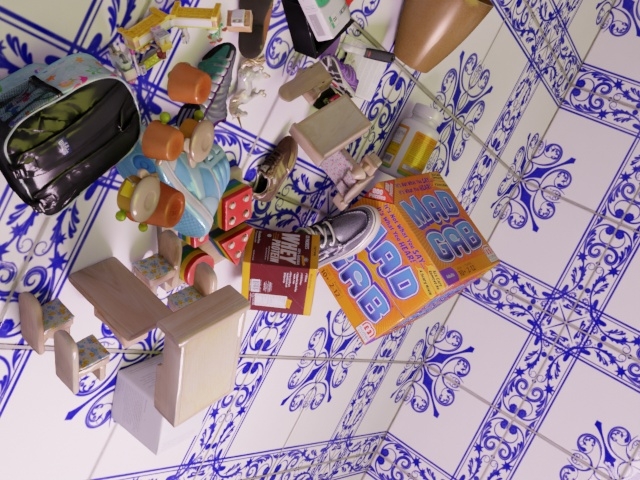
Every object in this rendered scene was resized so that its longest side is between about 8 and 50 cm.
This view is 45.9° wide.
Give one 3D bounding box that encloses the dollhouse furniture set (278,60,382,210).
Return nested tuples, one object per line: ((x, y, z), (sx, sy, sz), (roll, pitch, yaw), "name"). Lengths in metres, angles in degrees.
((-0.025, -0.229, 1.965), (0.174, 0.303, 0.355), (-35, 173, -25), "dollhouse furniture set")

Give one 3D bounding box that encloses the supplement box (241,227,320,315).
((-0.108, 0.085, 2.025), (0.129, 0.194, 0.191), (-87, -176, -45), "supplement box")

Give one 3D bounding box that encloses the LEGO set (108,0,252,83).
((-0.272, -0.384, 1.473), (0.287, 0.132, 0.107), (-24, 145, -15), "LEGO set")

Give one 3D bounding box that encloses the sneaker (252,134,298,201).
((-0.120, -0.186, 1.953), (0.071, 0.066, 0.188), (10, 106, -58), "sneaker")

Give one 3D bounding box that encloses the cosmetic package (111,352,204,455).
((-0.407, 0.411, 1.915), (0.151, 0.183, 0.151), (-17, 129, -50), "cosmetic package")

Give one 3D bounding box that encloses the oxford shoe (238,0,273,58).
((-0.138, -0.510, 1.656), (0.076, 0.076, 0.212), (-69, 174, -69), "oxford shoe")

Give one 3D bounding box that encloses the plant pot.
((0.321, -0.611, 2.132), (0.237, 0.237, 0.254), (-12, 139, -53), "plant pot")

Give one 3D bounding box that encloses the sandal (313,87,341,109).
((0.037, -0.374, 2.057), (0.179, 0.040, 0.067), (11, 106, -60), "sandal")

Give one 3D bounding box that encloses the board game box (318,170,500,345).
((0.250, 0.046, 2.314), (0.356, 0.356, 0.356), (-41, 165, 35), "board game box")

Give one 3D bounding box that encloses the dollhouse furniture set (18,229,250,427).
((-0.350, 0.139, 1.532), (0.362, 0.394, 0.256), (-27, 143, -40), "dollhouse furniture set")

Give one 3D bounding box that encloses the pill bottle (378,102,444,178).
((0.297, -0.309, 2.422), (0.136, 0.136, 0.246), (16, 102, -60), "pill bottle")

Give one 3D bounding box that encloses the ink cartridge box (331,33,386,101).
((0.096, -0.475, 2.081), (0.179, 0.045, 0.145), (12, 107, -41), "ink cartridge box")

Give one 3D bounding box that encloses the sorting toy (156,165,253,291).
((-0.269, -0.016, 1.848), (0.257, 0.089, 0.255), (-33, 141, -40), "sorting toy")

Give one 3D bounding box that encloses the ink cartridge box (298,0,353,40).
((0.027, -0.595, 1.732), (0.225, 0.056, 0.181), (-54, 130, -31), "ink cartridge box")

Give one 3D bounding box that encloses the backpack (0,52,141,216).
((-0.445, -0.197, 1.306), (0.253, 0.191, 0.225), (-39, 150, -21), "backpack")

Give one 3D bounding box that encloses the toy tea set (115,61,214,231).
((-0.307, -0.176, 1.434), (0.200, 0.124, 0.336), (59, 51, -69), "toy tea set")

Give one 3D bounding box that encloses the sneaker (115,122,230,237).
((-0.313, -0.179, 1.629), (0.319, 0.127, 0.208), (59, 42, -41), "sneaker")

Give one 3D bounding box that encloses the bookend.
((-0.004, -0.548, 1.806), (0.157, 0.072, 0.156), (-48, 148, -22), "bookend")

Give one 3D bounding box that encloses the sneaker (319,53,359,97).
((0.053, -0.446, 1.995), (0.071, 0.068, 0.170), (-64, 151, -9), "sneaker")

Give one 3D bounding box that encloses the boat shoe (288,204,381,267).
((0.000, 0.000, 2.122), (0.340, 0.127, 0.158), (-34, 155, 23), "boat shoe")

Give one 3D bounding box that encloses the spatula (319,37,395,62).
((0.096, -0.506, 2.009), (0.296, 0.030, 0.084), (2, 116, -40), "spatula")

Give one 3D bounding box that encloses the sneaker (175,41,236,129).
((-0.228, -0.313, 1.625), (0.098, 0.083, 0.224), (38, 73, -50), "sneaker")

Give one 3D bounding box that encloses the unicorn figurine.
((-0.169, -0.348, 1.752), (0.111, 0.060, 0.162), (-23, 118, -47), "unicorn figurine")
